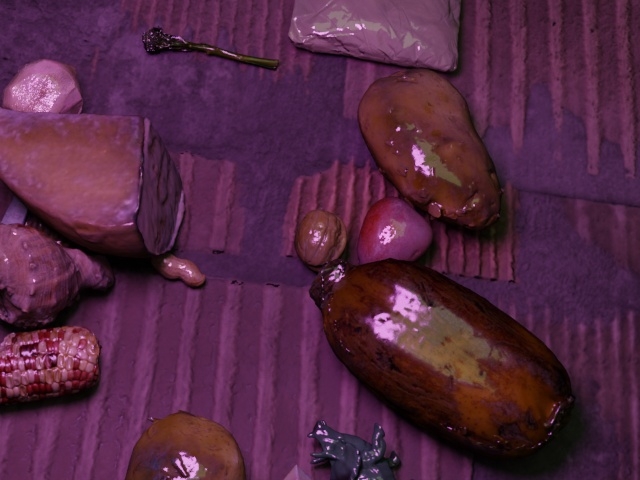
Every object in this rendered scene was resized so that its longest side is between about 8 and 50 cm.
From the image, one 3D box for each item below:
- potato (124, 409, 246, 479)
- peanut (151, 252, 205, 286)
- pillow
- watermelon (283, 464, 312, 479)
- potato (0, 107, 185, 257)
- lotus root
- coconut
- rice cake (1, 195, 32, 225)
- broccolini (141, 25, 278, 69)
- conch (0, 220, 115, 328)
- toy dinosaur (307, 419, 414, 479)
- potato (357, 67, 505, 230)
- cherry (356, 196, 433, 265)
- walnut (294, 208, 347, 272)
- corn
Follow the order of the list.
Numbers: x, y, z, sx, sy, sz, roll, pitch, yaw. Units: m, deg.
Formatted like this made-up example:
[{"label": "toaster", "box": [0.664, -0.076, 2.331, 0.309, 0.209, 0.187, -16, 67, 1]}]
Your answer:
[{"label": "potato", "box": [-0.184, 0.342, 1.556, 0.169, 0.143, 0.248, 8, 65, 34]}, {"label": "peanut", "box": [-0.204, 0.040, 1.763, 0.083, 0.037, 0.037, 21, 63, 4]}, {"label": "pillow", "box": [0.098, -0.411, 2.006, 0.281, 0.076, 0.274, 11, 61, -4]}, {"label": "watermelon", "box": [-0.021, 0.442, 1.528, 0.256, 0.176, 0.260, 10, 40, -1]}, {"label": "potato", "box": [-0.340, -0.059, 1.723, 0.264, 0.211, 0.189, 5, 66, 7]}, {"label": "lotus root", "box": [0.163, 0.155, 1.682, 0.397, 0.179, 0.196, 33, 62, 7]}, {"label": "coconut", "box": [-0.405, -0.215, 1.819, 0.110, 0.110, 0.124, 36, 71, 9]}, {"label": "rice cake", "box": [-0.439, -0.029, 1.765, 0.033, 0.029, 0.171, 17, 62, 7]}, {"label": "broccolini", "box": [-0.175, -0.301, 1.941, 0.218, 0.042, 0.044, 9, 62, -11]}, {"label": "conch", "box": [-0.386, 0.033, 1.674, 0.245, 0.163, 0.178, 3, 53, -50]}, {"label": "toy dinosaur", "box": [0.104, 0.342, 1.642, 0.292, 0.079, 0.120, 32, 69, 10]}, {"label": "potato", "box": [0.167, -0.133, 1.842, 0.191, 0.141, 0.296, -8, 56, -43]}, {"label": "cherry", "box": [0.111, -0.005, 1.804, 0.106, 0.087, 0.126, 19, 60, 6]}, {"label": "walnut", "box": [0.000, 0.000, 1.786, 0.092, 0.092, 0.092, 3, 64, -7]}, {"label": "corn", "box": [-0.436, 0.174, 1.631, 0.290, 0.098, 0.098, -7, 66, -11]}]
